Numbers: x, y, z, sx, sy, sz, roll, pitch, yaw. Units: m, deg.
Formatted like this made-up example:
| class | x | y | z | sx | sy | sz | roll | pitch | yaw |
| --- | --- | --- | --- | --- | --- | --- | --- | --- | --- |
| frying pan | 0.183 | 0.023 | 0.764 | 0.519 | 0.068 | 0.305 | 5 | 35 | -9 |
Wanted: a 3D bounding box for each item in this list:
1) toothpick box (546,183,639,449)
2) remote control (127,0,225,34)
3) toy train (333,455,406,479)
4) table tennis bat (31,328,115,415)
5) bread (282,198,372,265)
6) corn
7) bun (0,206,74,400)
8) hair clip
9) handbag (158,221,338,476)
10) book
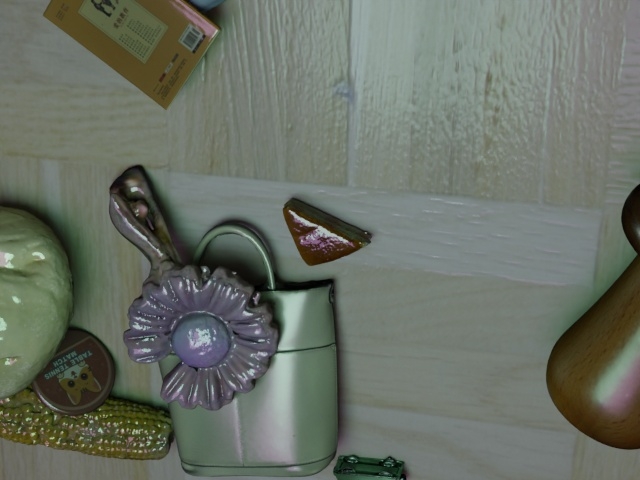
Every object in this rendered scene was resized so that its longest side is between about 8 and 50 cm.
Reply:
| class | x | y | z | sx | sy | sz | roll | pitch | yaw |
| --- | --- | --- | --- | --- | --- | --- | --- | --- | --- |
| toothpick box | 0.358 | 0.070 | 1.164 | 0.192 | 0.192 | 0.294 | 27 | 122 | 2 |
| remote control | -0.138 | -0.285 | 1.211 | 0.244 | 0.047 | 0.087 | -24 | 108 | 25 |
| toy train | 0.062 | 0.302 | 1.419 | 0.093 | 0.038 | 0.056 | 2 | 116 | 13 |
| table tennis bat | -0.349 | 0.158 | 1.469 | 0.170 | 0.107 | 0.119 | 57 | 149 | 3 |
| bread | 0.000 | 0.000 | 1.300 | 0.109 | 0.043 | 0.062 | 23 | 114 | 2 |
| corn | -0.327 | 0.231 | 1.462 | 0.288 | 0.086 | 0.086 | 9 | 115 | 9 |
| bun | -0.429 | 0.077 | 1.352 | 0.259 | 0.160 | 0.259 | 2 | 94 | 29 |
| hair clip | -0.169 | 0.051 | 1.305 | 0.173 | 0.069 | 0.300 | -32 | 85 | 16 |
| handbag | -0.090 | 0.129 | 1.377 | 0.241 | 0.109 | 0.315 | -3 | 99 | 15 |
| book | -0.204 | -0.236 | 1.219 | 0.172 | 0.012 | 0.118 | 38 | 118 | -3 |
